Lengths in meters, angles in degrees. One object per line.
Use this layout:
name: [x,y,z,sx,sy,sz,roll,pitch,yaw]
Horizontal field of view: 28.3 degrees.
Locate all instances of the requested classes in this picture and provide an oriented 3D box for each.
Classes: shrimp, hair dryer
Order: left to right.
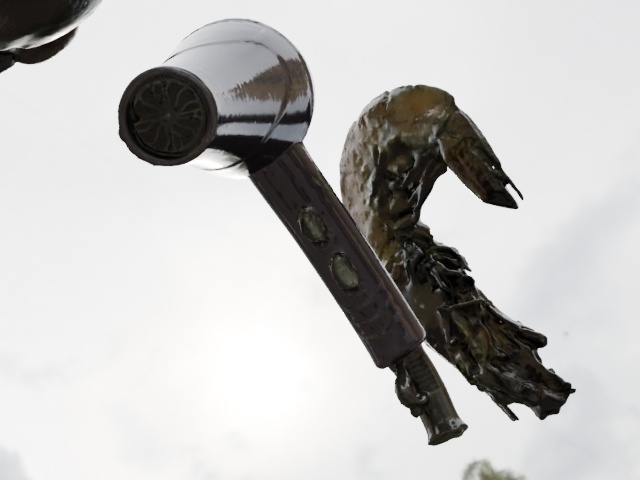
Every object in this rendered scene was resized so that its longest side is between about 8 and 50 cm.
hair dryer: [0.000,0.000,0.915,0.121,0.301,0.361,-35,-86,12]
shrimp: [0.122,0.001,1.173,0.071,0.365,0.233,-11,-47,-30]

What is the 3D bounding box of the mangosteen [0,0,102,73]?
mangosteen: [-0.378,-0.332,1.440,0.297,0.297,0.313,17,-59,-30]
